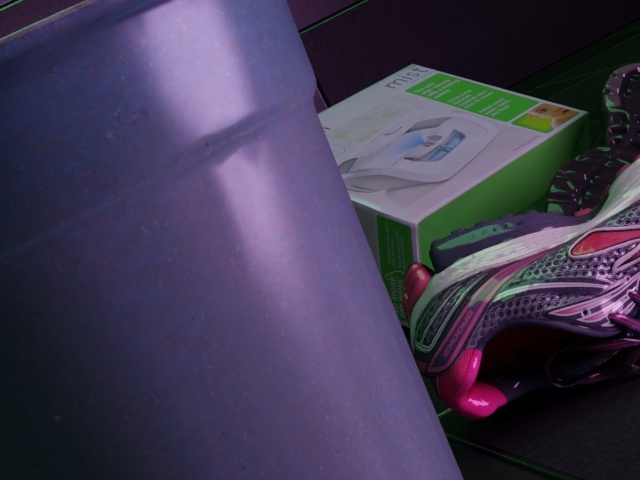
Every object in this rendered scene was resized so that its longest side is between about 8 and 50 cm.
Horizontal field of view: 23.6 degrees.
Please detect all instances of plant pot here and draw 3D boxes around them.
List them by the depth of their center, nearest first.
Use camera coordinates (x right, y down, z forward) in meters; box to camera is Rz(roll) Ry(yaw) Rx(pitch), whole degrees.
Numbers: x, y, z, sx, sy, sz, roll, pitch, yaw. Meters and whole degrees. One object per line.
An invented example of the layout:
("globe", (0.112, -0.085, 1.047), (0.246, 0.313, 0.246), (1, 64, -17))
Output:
("plant pot", (-0.100, 0.058, 0.831), (0.341, 0.334, 0.341), (-27, 5, 3))

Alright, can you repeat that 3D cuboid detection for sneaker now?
("sneaker", (0.202, 0.027, 0.962), (0.299, 0.121, 0.112), (-25, 36, 12))
("sneaker", (0.267, -0.045, 1.337), (0.101, 0.106, 0.267), (15, 45, 21))

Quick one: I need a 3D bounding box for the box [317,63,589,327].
("box", (0.094, -0.049, 1.484), (0.231, 0.127, 0.262), (23, 41, 39))
